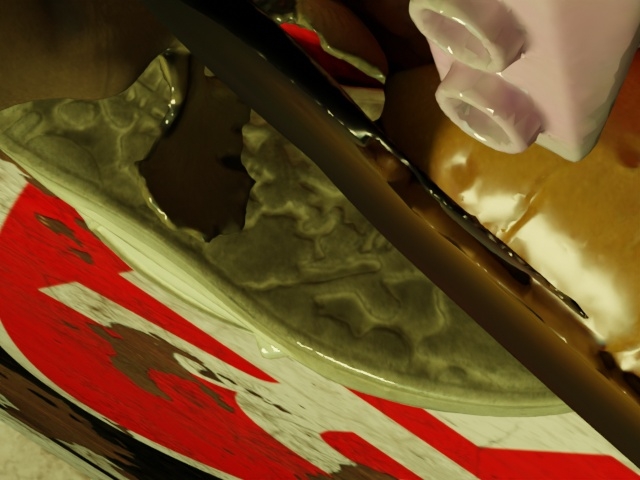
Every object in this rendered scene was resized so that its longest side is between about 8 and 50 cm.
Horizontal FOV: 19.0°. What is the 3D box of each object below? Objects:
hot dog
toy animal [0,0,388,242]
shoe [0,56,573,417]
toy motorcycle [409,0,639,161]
[{"bbox_3d":[0.104,-0.007,0.610,0.326,0.107,0.194,43,175,-21],"label":"hot dog"},{"bbox_3d":[-0.090,-0.079,0.697,0.186,0.214,0.094,61,154,3],"label":"toy animal"},{"bbox_3d":[0.000,0.000,0.822,0.316,0.124,0.159,30,165,22],"label":"shoe"},{"bbox_3d":[0.027,-0.107,0.299,0.143,0.188,0.327,33,166,21],"label":"toy motorcycle"}]
